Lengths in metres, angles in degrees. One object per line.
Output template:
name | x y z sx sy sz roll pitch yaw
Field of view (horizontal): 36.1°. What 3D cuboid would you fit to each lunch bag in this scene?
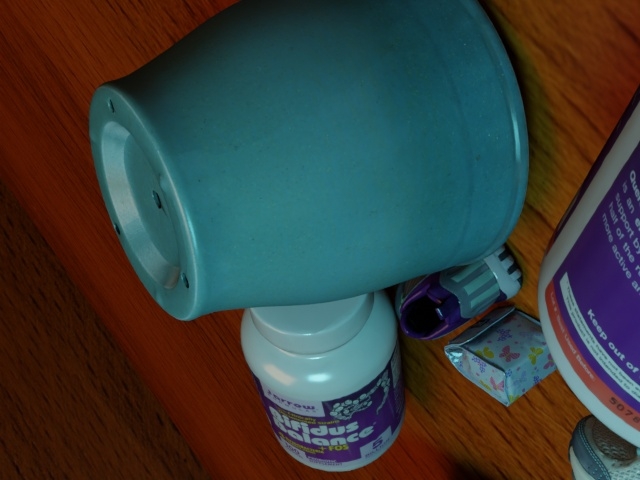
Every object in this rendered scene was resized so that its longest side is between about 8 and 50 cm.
lunch bag | 0.161 0.096 0.880 0.083 0.071 0.053 34 146 48

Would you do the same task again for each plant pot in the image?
plant pot | -0.026 -0.066 0.757 0.272 0.255 0.271 43 145 41

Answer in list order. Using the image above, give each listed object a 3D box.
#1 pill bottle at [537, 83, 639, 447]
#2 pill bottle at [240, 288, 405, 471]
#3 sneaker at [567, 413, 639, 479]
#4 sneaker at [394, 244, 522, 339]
pill bottle | 0.222 -0.028 0.431 0.181 0.181 0.323 49 157 20
pill bottle | 0.004 0.125 1.086 0.169 0.169 0.301 44 161 31
sneaker | 0.298 0.173 0.689 0.283 0.110 0.122 27 124 50
sneaker | 0.097 0.057 0.927 0.083 0.098 0.223 56 158 5
